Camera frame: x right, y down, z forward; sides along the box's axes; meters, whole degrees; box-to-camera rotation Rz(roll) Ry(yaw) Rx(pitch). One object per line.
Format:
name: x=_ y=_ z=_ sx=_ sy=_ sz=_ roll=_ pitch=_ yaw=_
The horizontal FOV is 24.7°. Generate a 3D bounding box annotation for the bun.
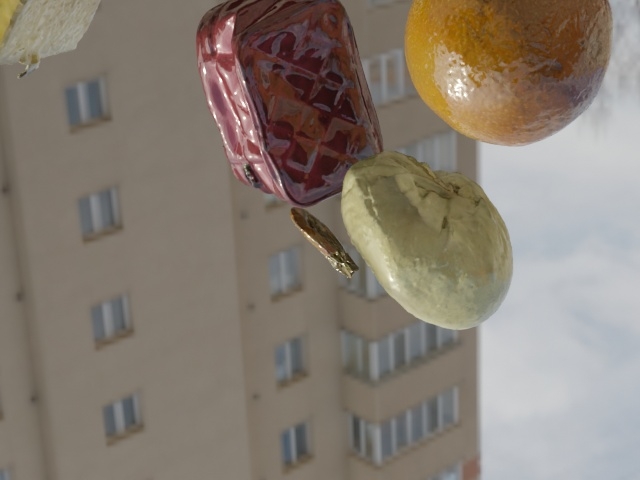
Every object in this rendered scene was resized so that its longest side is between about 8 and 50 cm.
bun: x=0.102 y=-0.009 z=1.347 sx=0.164 sy=0.111 sz=0.188 roll=11 pitch=-144 yaw=-41

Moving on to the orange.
orange: x=0.223 y=-0.239 z=1.757 sx=0.264 sy=0.264 sz=0.264 roll=-2 pitch=-157 yaw=1

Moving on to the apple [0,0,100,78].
apple: x=-0.385 y=-0.325 z=1.484 sx=0.309 sy=0.314 sz=0.252 roll=34 pitch=-116 yaw=9

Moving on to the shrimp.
shrimp: x=0.000 y=0.000 z=1.561 sx=0.059 sy=0.023 sz=0.108 roll=28 pitch=-162 yaw=-50

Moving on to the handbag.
handbag: x=-0.033 y=-0.152 z=1.521 sx=0.146 sy=0.225 sz=0.135 roll=-28 pitch=-153 yaw=-20
